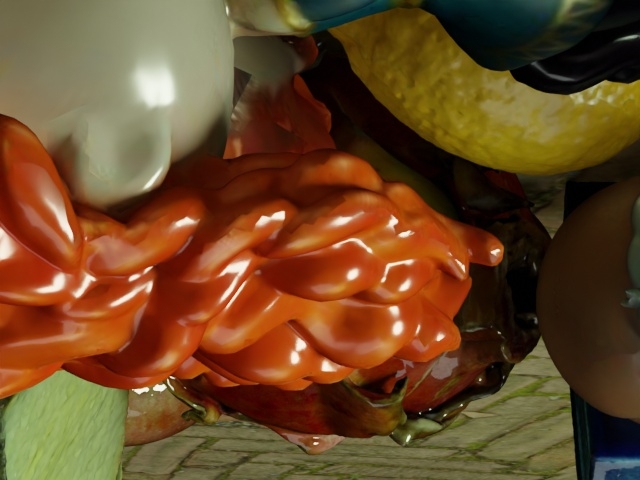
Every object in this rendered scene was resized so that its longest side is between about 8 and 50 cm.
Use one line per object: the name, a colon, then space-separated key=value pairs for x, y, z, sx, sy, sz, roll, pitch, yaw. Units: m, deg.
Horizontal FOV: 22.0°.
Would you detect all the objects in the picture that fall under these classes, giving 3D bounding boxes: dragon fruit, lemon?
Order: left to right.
dragon fruit: x=0.003 y=0.000 z=0.976 sx=0.250 sy=0.250 sz=0.315 roll=17 pitch=154 yaw=-42
lemon: x=0.088 y=-0.106 z=0.790 sx=0.187 sy=0.142 sz=0.142 roll=15 pitch=160 yaw=-10

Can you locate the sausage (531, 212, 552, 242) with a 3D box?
sausage: x=0.096 y=-0.008 z=1.177 sx=0.098 sy=0.098 sz=0.238 roll=-8 pitch=163 yaw=26

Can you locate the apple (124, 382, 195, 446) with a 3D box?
apple: x=-0.154 y=0.065 z=1.262 sx=0.188 sy=0.188 sz=0.174 roll=8 pitch=174 yaw=-22

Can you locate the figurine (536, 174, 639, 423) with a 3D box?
figurine: x=0.237 y=0.032 z=0.672 sx=0.248 sy=0.277 sz=0.388 roll=-48 pitch=170 yaw=7

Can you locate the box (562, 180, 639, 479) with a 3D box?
box: x=0.301 y=0.079 z=1.119 sx=0.262 sy=0.279 sz=0.116 roll=0 pitch=131 yaw=4

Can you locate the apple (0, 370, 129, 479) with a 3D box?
apple: x=-0.218 y=0.140 z=0.960 sx=0.254 sy=0.179 sz=0.346 roll=-23 pitch=146 yaw=-23

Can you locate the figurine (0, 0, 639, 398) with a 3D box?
figurine: x=-0.019 y=-0.104 z=0.533 sx=0.412 sy=0.241 sz=0.306 roll=-43 pitch=140 yaw=13
